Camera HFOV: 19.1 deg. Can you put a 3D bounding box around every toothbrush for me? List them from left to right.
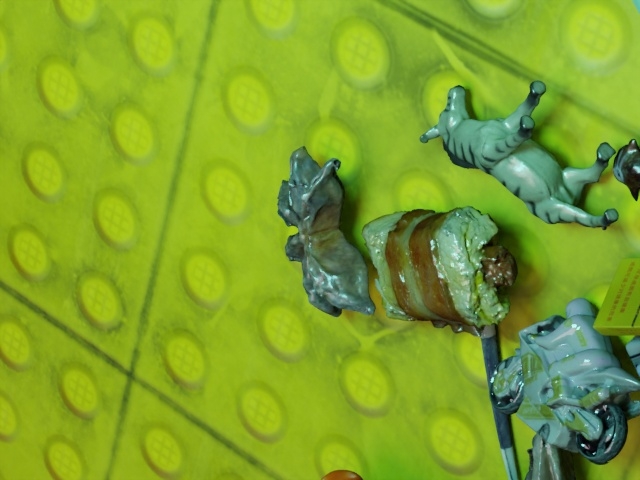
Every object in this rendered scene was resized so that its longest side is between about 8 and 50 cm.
[{"bbox_3d":[0.205,0.211,2.139,0.026,0.024,0.288,10,116,51],"label":"toothbrush"}]

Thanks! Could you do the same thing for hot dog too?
[{"bbox_3d":[0.136,0.028,2.067,0.213,0.103,0.146,9,115,56],"label":"hot dog"}]

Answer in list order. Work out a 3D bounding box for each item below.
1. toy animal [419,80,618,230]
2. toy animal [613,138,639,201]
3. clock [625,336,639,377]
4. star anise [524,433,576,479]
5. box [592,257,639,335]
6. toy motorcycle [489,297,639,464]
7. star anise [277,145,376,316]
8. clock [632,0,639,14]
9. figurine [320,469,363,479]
[{"bbox_3d":[0.210,-0.080,1.976,0.217,0.073,0.176,46,152,0],"label":"toy animal"},{"bbox_3d":[0.356,-0.093,1.857,0.179,0.089,0.188,30,131,44],"label":"toy animal"},{"bbox_3d":[0.438,0.147,1.884,0.253,0.083,0.186,-26,92,42],"label":"clock"},{"bbox_3d":[0.246,0.324,2.095,0.198,0.110,0.257,-19,113,17],"label":"star anise"},{"bbox_3d":[0.347,0.055,1.900,0.023,0.087,0.155,41,155,-28],"label":"box"},{"bbox_3d":[0.263,0.138,1.996,0.225,0.073,0.152,26,95,57],"label":"toy motorcycle"},{"bbox_3d":[-0.008,-0.005,2.162,0.172,0.063,0.208,20,127,63],"label":"star anise"},{"bbox_3d":[0.388,-0.257,1.768,0.211,0.066,0.159,-26,91,42],"label":"clock"},{"bbox_3d":[0.093,0.456,2.137,0.306,0.241,0.412,51,178,-37],"label":"figurine"}]
